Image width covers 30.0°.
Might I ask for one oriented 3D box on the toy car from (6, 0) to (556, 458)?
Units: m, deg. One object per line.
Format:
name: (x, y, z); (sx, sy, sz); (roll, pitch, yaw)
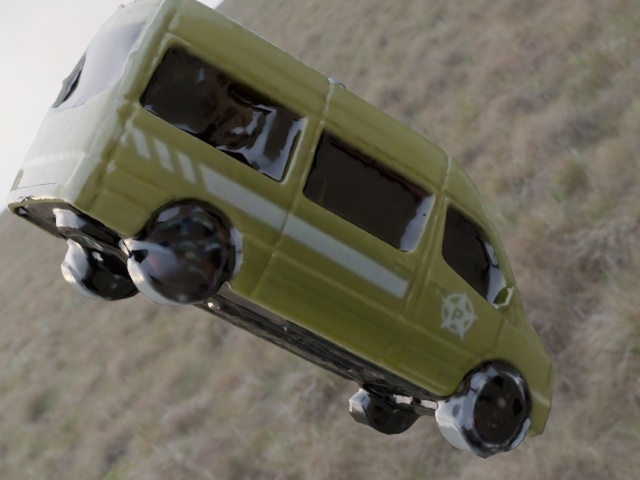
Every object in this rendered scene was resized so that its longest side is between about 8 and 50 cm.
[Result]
toy car: (0.000, 0.000, 0.526); (0.101, 0.256, 0.124); (0, 65, 60)
